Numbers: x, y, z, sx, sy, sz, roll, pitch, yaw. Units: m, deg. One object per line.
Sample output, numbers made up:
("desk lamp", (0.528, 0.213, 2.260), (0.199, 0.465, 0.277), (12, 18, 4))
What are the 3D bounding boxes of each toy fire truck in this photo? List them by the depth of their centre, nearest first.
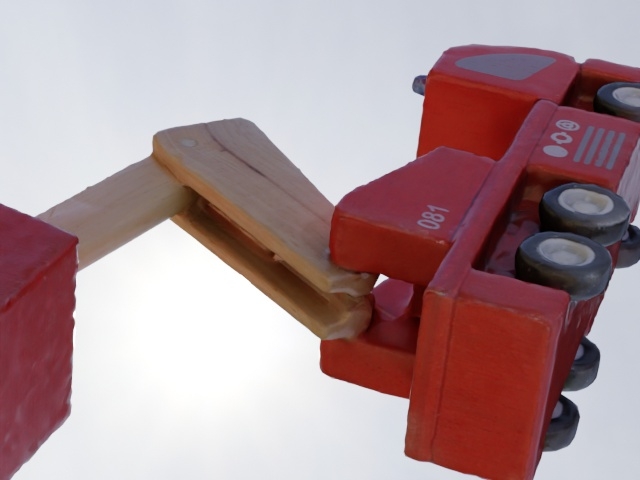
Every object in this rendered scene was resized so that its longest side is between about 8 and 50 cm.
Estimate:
("toy fire truck", (0.000, 0.000, 0.385), (0.135, 0.192, 0.047), (14, -59, 14))
